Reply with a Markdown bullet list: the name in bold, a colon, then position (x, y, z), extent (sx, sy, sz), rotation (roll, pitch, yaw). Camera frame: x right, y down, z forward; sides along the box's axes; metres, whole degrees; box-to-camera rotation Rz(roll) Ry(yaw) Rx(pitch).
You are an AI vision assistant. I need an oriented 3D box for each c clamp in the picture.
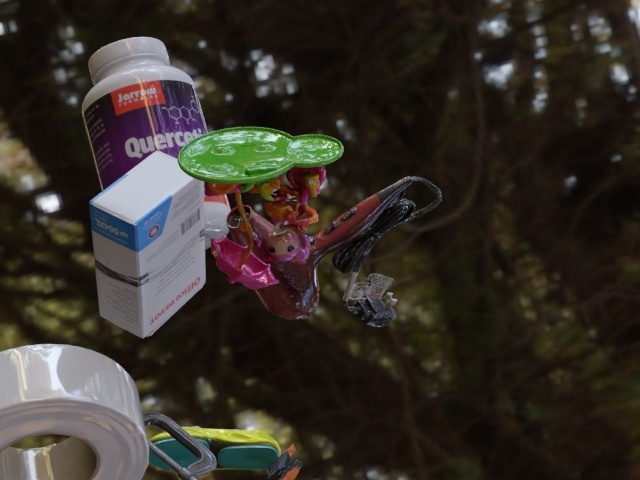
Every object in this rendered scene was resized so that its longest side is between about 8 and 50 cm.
- **c clamp**: position (-0.217, 0.300, 2.040), extent (0.161, 0.137, 0.022), rotation (38, -64, 25)

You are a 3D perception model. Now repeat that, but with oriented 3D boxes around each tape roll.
- **tape roll**: position (-0.375, 0.270, 1.911), extent (0.100, 0.286, 0.286), rotation (-110, -160, -44)

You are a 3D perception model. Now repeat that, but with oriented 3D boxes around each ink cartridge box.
- **ink cartridge box**: position (-0.230, 0.006, 1.925), extent (0.086, 0.148, 0.203), rotation (24, -47, 23)

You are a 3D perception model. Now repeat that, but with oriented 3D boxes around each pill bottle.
- **pill bottle**: position (-0.257, -0.139, 2.175), extent (0.181, 0.182, 0.322), rotation (132, -56, -62)

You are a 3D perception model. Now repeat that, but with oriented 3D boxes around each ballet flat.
- **ballet flat**: position (-0.180, 0.338, 2.344), extent (0.077, 0.231, 0.077), rotation (-112, -151, -60)

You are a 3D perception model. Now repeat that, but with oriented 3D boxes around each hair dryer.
- **hair dryer**: position (0.000, 0.000, 1.816), extent (0.080, 0.294, 0.223), rotation (40, -62, 48)

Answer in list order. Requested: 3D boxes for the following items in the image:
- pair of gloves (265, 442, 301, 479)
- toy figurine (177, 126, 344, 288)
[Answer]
- **pair of gloves**: position (-0.059, 0.374, 2.319), extent (0.010, 0.074, 0.083), rotation (32, -27, 31)
- **toy figurine**: position (-0.058, -0.025, 1.518), extent (0.130, 0.173, 0.159), rotation (-95, -179, -61)
